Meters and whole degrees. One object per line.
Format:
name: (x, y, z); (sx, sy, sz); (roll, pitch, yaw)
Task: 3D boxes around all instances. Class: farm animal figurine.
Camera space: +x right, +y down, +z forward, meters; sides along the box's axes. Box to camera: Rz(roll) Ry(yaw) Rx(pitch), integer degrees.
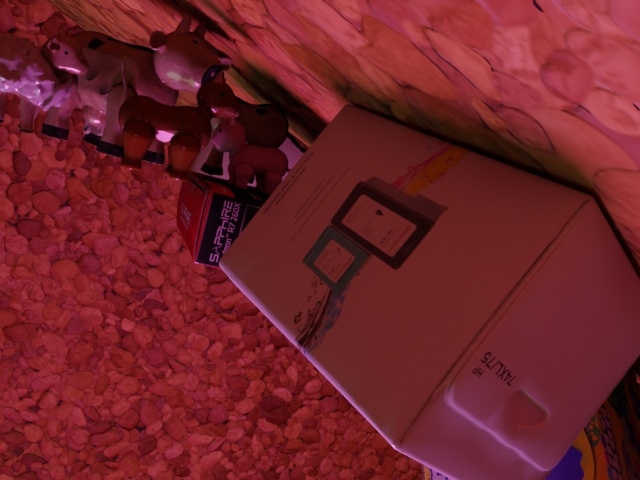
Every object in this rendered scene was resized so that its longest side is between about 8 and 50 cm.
farm animal figurine: (-0.183, -0.176, 0.729); (0.327, 0.172, 0.330); (16, -173, 8)

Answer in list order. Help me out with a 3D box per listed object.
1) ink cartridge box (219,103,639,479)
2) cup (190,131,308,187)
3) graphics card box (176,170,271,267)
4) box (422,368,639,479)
ink cartridge box: (0.090, 0.045, 0.518); (0.198, 0.197, 0.270); (40, 178, -40)
cup: (-0.119, -0.075, 1.146); (0.331, 0.237, 0.331); (38, 179, 1)
graphics card box: (0.000, 0.000, 0.831); (0.371, 0.094, 0.233); (12, -173, -21)
box: (0.246, 0.250, 0.653); (0.177, 0.290, 0.279); (-19, 141, 31)
